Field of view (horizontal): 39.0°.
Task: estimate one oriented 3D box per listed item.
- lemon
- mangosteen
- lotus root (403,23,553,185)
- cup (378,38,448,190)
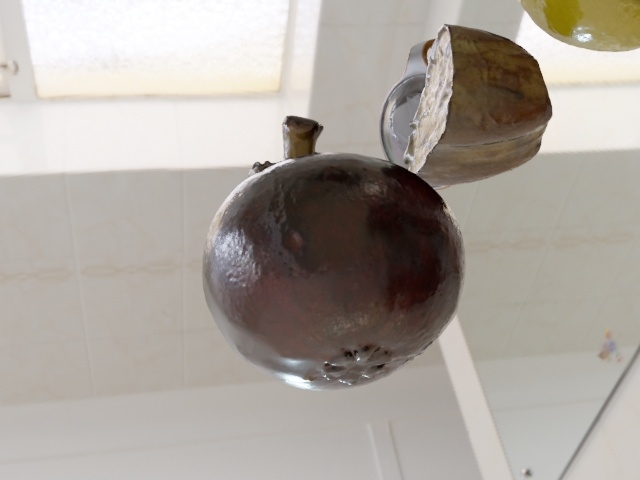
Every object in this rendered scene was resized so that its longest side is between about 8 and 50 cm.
[{"bbox_3d":[0.436,-0.444,1.346,0.348,0.348,0.347,4,-133,-4],"label":"lemon"},{"bbox_3d":[0.000,0.000,0.814,0.236,0.235,0.261,-8,-121,-15],"label":"mangosteen"},{"bbox_3d":[0.150,-0.119,0.841,0.135,0.159,0.095,-4,-157,-8],"label":"lotus root"},{"bbox_3d":[0.223,-0.206,1.430,0.182,0.226,0.264,-4,-171,43],"label":"cup"}]
